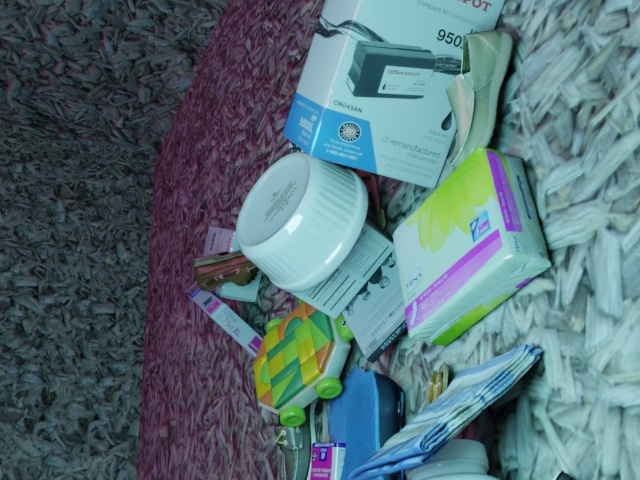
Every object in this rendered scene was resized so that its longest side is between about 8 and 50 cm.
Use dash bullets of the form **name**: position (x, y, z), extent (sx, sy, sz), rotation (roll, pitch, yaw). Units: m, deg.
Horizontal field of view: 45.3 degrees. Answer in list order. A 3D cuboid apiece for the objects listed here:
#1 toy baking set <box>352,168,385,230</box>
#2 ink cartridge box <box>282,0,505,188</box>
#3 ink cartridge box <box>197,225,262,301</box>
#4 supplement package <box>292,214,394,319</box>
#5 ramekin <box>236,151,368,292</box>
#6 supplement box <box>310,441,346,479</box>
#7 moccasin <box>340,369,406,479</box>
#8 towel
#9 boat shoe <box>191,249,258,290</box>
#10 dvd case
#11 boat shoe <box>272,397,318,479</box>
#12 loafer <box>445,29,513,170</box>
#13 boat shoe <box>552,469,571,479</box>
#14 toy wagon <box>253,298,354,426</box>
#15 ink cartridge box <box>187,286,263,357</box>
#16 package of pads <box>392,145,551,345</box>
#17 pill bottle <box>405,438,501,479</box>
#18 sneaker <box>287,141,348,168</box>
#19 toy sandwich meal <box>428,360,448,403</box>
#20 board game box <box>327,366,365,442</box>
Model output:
- **toy baking set**: position (0.100, -0.078, 1.730), extent (0.256, 0.030, 0.196), rotation (169, 108, -66)
- **ink cartridge box**: position (0.135, -0.331, 1.448), extent (0.166, 0.285, 0.394), rotation (45, 120, 61)
- **ink cartridge box**: position (-0.274, 0.068, 2.367), extent (0.278, 0.117, 0.201), rotation (11, 89, 66)
- **supplement package**: position (0.000, 0.000, 1.626), extent (0.204, 0.145, 0.262), rotation (-51, 30, 8)
- **ramekin**: position (-0.047, -0.047, 1.467), extent (0.273, 0.127, 0.273), rotation (-35, 36, 31)
- **supplement box**: position (0.049, 0.500, 1.460), extent (0.111, 0.114, 0.220), rotation (-28, 55, 59)
- **moccasin**: position (0.115, 0.404, 1.364), extent (0.138, 0.117, 0.342), rotation (-19, 57, 49)
- **towel**: position (0.183, 0.253, 1.132), extent (0.034, 0.285, 0.209), rotation (56, 145, 6)
- **boat shoe**: position (-0.215, 0.074, 2.153), extent (0.307, 0.111, 0.104), rotation (-11, 91, 27)
- **dvd case**: position (0.117, 0.108, 1.527), extent (0.179, 0.029, 0.238), rotation (-49, 32, 13)
- **boat shoe**: position (-0.064, 0.431, 1.764), extent (0.109, 0.091, 0.305), rotation (-34, 48, 58)
- **loafer**: position (0.261, -0.243, 1.341), extent (0.102, 0.092, 0.268), rotation (106, 179, -83)
- **boat shoe**: position (0.315, 0.374, 1.020), extent (0.042, 0.049, 0.133), rotation (12, 82, 38)
- **toy wagon**: position (-0.019, 0.231, 1.678), extent (0.344, 0.068, 0.267), rotation (-43, 39, 27)
- **ink cartridge box**: position (-0.276, 0.224, 2.220), extent (0.065, 0.186, 0.311), rotation (-48, 22, -12)
- **package of pads**: position (0.238, 0.011, 1.288), extent (0.296, 0.101, 0.229), rotation (-49, 37, 46)
- **pill bottle**: position (0.199, 0.453, 1.064), extent (0.181, 0.182, 0.323), rotation (-50, 36, 47)
- **sneaker**: position (-0.010, -0.154, 1.854), extent (0.410, 0.158, 0.182), rotation (-64, -7, 12)
- **toy sandwich meal**: position (0.200, 0.246, 1.308), extent (0.085, 0.029, 0.085), rotation (6, -90, -84)
- **board game box**: position (0.070, 0.346, 1.586), extent (0.168, 0.033, 0.133), rotation (-56, 26, 30)
